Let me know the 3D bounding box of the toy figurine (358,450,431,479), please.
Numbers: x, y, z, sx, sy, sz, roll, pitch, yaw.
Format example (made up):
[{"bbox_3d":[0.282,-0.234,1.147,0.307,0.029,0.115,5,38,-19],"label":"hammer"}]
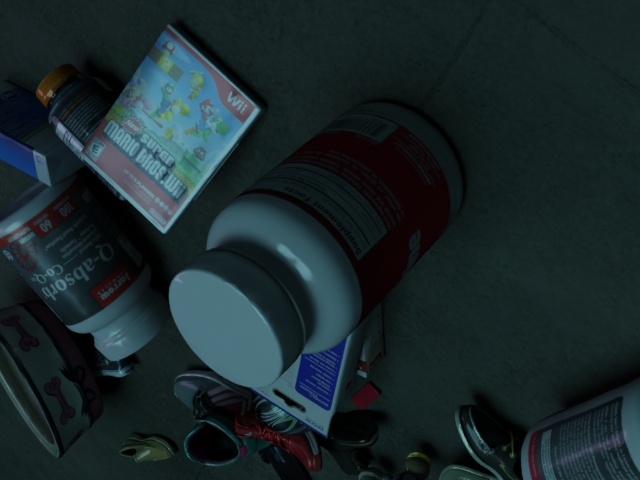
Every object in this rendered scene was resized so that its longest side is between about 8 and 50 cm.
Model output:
[{"bbox_3d":[0.168,0.509,1.636,0.213,0.148,0.209,43,135,-7],"label":"toy figurine"}]

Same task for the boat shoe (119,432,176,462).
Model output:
[{"bbox_3d":[-0.452,0.550,2.285,0.190,0.072,0.068,-9,115,45],"label":"boat shoe"}]

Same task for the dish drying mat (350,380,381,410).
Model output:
[{"bbox_3d":[0.085,0.290,1.643,0.032,0.008,0.083,43,141,6],"label":"dish drying mat"}]

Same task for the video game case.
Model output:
[{"bbox_3d":[-0.247,-0.177,1.436,0.204,0.025,0.285,43,113,4],"label":"video game case"}]

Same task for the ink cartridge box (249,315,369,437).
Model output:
[{"bbox_3d":[-0.019,0.153,1.459,0.176,0.069,0.371,29,130,21],"label":"ink cartridge box"}]

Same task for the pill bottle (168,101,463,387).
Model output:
[{"bbox_3d":[0.000,0.000,1.162,0.229,0.408,0.229,24,136,26],"label":"pill bottle"}]

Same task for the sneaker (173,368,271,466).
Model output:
[{"bbox_3d":[-0.239,0.380,1.855,0.295,0.178,0.124,16,118,32],"label":"sneaker"}]

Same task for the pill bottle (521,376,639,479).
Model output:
[{"bbox_3d":[0.435,0.282,1.190,0.176,0.176,0.318,47,141,0],"label":"pill bottle"}]

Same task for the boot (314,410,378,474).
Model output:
[{"bbox_3d":[0.075,0.402,1.704,0.137,0.077,0.198,54,153,-16],"label":"boot"}]

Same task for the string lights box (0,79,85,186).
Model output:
[{"bbox_3d":[-0.569,-0.213,1.708,0.260,0.133,0.077,26,137,24],"label":"string lights box"}]

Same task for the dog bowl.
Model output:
[{"bbox_3d":[-0.695,0.331,2.202,0.408,0.150,0.408,39,146,32],"label":"dog bowl"}]

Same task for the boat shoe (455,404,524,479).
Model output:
[{"bbox_3d":[0.309,0.352,1.442,0.069,0.081,0.228,-30,103,42],"label":"boat shoe"}]

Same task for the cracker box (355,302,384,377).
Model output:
[{"bbox_3d":[0.024,0.108,1.499,0.156,0.067,0.232,18,133,30],"label":"cracker box"}]

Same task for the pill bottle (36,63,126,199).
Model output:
[{"bbox_3d":[-0.390,-0.199,1.564,0.245,0.130,0.130,46,141,2],"label":"pill bottle"}]

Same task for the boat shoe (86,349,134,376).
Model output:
[{"bbox_3d":[-0.525,0.282,2.144,0.183,0.065,0.083,-8,108,42],"label":"boat shoe"}]

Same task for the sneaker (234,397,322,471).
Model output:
[{"bbox_3d":[-0.093,0.388,1.726,0.221,0.128,0.087,43,141,50],"label":"sneaker"}]

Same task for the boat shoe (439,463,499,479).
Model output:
[{"bbox_3d":[0.321,0.455,1.533,0.233,0.084,0.079,23,171,17],"label":"boat shoe"}]

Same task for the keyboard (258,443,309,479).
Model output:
[{"bbox_3d":[-0.098,0.467,1.942,0.108,0.023,0.180,-14,112,40],"label":"keyboard"}]

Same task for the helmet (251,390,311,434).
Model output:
[{"bbox_3d":[-0.043,0.279,1.641,0.169,0.169,0.161,53,157,-7],"label":"helmet"}]

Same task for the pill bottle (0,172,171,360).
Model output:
[{"bbox_3d":[-0.474,0.053,1.774,0.210,0.210,0.363,-13,121,46],"label":"pill bottle"}]
